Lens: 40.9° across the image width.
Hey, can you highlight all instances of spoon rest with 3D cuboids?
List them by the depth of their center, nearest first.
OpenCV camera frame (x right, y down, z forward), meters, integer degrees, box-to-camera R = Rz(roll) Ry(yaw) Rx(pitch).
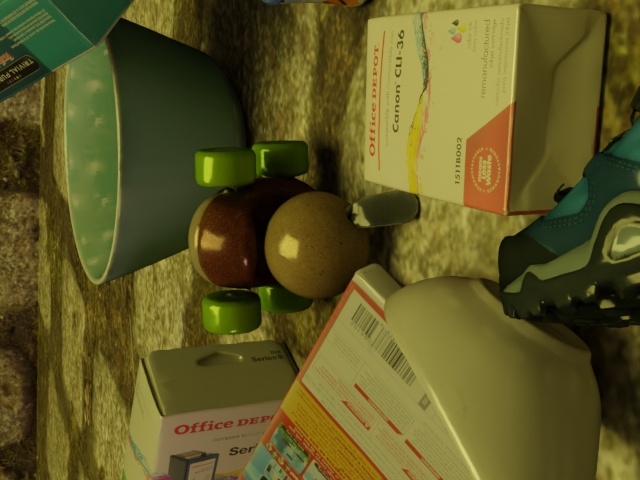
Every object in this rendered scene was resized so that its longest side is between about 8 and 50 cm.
[{"bbox_3d":[0.109,0.095,0.417,0.084,0.137,0.276,-59,20,11],"label":"spoon rest"}]

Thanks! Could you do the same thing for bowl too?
[{"bbox_3d":[-0.193,-0.108,1.005,0.312,0.163,0.311,11,102,63],"label":"bowl"}]

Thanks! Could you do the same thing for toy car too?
[{"bbox_3d":[0.000,0.000,0.716,0.189,0.149,0.154,6,104,34],"label":"toy car"}]

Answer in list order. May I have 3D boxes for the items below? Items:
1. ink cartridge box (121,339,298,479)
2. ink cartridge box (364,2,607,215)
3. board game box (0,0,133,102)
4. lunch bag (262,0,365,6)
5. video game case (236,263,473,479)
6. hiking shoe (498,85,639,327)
[{"bbox_3d":[-0.116,0.214,0.893,0.093,0.154,0.212,55,140,47],"label":"ink cartridge box"},{"bbox_3d":[0.085,-0.087,0.553,0.198,0.067,0.115,21,112,62],"label":"ink cartridge box"},{"bbox_3d":[-0.243,-0.291,0.887,0.254,0.079,0.336,-12,41,43],"label":"board game box"},{"bbox_3d":[-0.026,-0.339,0.703,0.243,0.115,0.303,111,146,-44],"label":"lunch bag"},{"bbox_3d":[0.044,0.181,0.613,0.204,0.025,0.285,47,133,22],"label":"video game case"},{"bbox_3d":[0.183,-0.056,0.336,0.304,0.113,0.132,-37,52,48],"label":"hiking shoe"}]
